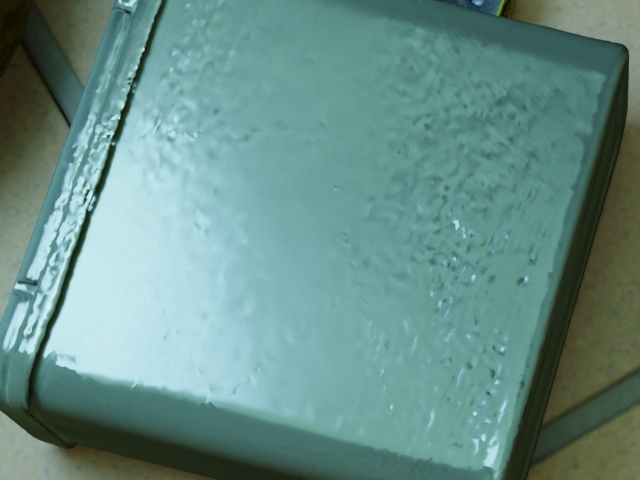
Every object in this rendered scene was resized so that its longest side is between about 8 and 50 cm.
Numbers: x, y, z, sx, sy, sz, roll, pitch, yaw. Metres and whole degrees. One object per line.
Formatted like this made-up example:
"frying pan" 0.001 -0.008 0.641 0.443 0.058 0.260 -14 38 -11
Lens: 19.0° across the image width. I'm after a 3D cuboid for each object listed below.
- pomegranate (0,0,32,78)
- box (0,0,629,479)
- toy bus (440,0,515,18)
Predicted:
"pomegranate" -0.399 -0.232 1.340 0.417 0.416 0.416 -3 71 10
"box" 0.000 0.000 1.286 0.344 0.177 0.352 14 74 14
"toy bus" 0.029 -0.193 1.398 0.226 0.074 0.081 16 76 15
